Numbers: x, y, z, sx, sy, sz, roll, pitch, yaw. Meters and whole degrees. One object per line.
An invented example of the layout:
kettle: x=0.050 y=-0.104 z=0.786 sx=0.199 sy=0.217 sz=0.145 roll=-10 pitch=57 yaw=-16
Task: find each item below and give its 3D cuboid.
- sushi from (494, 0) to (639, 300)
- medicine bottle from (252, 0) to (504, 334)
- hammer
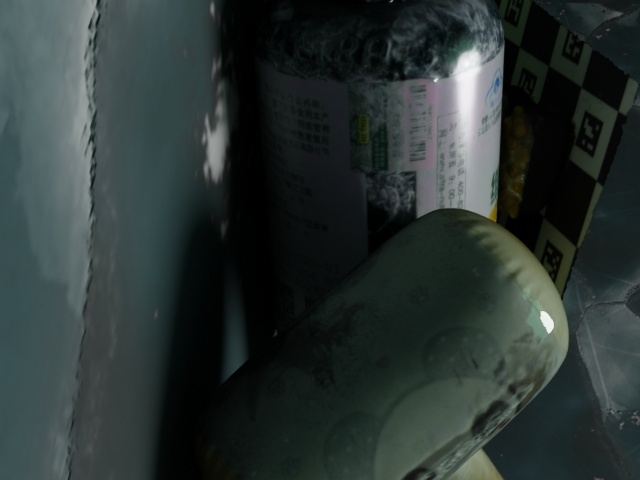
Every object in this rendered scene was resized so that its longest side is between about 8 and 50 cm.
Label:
sushi: x=0.109 y=-0.061 z=0.673 sx=0.215 sy=0.050 sz=0.192 roll=-115 pitch=-148 yaw=-55
medicine bottle: x=0.034 y=-0.060 z=0.584 sx=0.141 sy=0.141 sz=0.293 roll=-69 pitch=158 yaw=-57
hammer: x=0.077 y=0.132 z=0.563 sx=0.305 sy=0.202 sz=0.113 roll=51 pitch=0 yaw=-41
